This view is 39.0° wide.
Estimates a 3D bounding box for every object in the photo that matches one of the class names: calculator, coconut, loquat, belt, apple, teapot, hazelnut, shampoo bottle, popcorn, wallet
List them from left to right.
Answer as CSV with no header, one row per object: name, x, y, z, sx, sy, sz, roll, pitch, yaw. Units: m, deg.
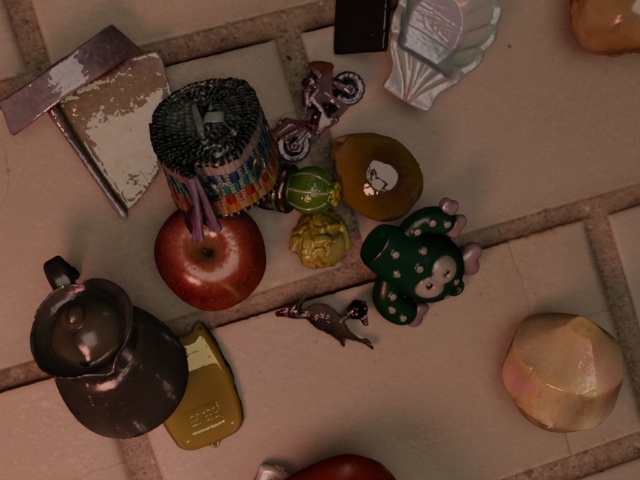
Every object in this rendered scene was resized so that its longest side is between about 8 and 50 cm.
teapot,-0.364,0.152,1.531,0.223,0.285,0.305,-7,58,7
calculator,-0.235,0.281,1.689,0.157,0.033,0.236,-22,96,-9
apple,-0.197,0.028,1.630,0.201,0.162,0.201,1,81,-4
belt,-0.174,-0.146,1.560,0.207,0.295,0.160,-22,131,-4
shampoo bottle,-0.098,0.469,1.710,0.072,0.043,0.099,30,87,-11
popcorn,0.000,0.000,1.691,0.116,0.120,0.106,-22,135,16
wallet,0.079,-0.472,1.688,0.025,0.124,0.244,1,94,-51
loquat,0.101,-0.123,1.680,0.195,0.152,0.152,42,85,-14
coconut,0.459,0.244,1.715,0.197,0.237,0.237,-33,97,-39
hazelnut,0.600,-0.450,1.728,0.261,0.241,0.261,2,62,-5

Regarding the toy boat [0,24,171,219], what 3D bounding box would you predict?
toy boat,-0.388,-0.236,1.626,0.293,0.111,0.276,39,85,-20

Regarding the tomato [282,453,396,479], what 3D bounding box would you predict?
tomato,0.029,0.546,1.603,0.325,0.290,0.293,-10,62,-20

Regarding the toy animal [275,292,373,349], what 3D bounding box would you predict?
toy animal,0.014,0.149,1.711,0.202,0.070,0.105,10,109,-13

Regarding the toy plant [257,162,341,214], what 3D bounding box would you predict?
toy plant,-0.042,-0.093,1.659,0.162,0.093,0.092,7,90,18

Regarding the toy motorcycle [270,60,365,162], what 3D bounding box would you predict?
toy motorcycle,-0.019,-0.249,1.688,0.118,0.084,0.212,43,89,-16

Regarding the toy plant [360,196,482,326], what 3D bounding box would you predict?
toy plant,0.190,0.046,1.698,0.232,0.112,0.243,-33,125,-1

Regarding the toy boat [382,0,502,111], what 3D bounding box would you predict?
toy boat,0.217,-0.389,1.713,0.199,0.100,0.290,29,86,-8
